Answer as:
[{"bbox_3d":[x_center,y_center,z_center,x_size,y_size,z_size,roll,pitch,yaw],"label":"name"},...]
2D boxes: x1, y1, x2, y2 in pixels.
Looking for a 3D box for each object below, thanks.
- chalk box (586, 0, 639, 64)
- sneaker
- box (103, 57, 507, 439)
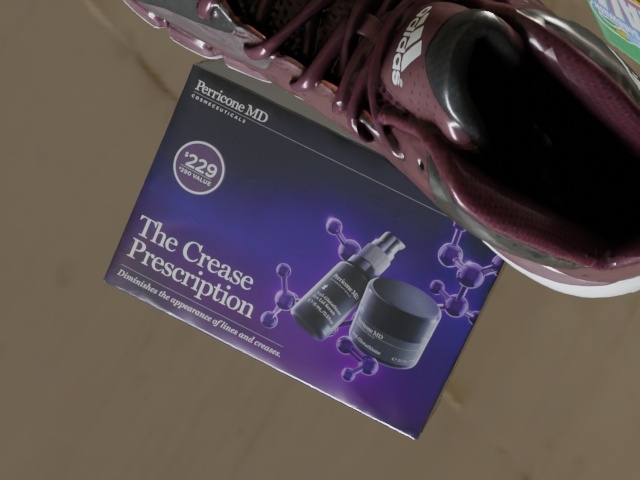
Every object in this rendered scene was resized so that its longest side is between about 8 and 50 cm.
[{"bbox_3d":[0.221,-0.158,0.807,0.180,0.179,0.289,-40,-43,-4],"label":"chalk box"},{"bbox_3d":[0.017,-0.082,0.579,0.106,0.281,0.162,-56,-2,5],"label":"sneaker"},{"bbox_3d":[0.000,0.000,1.303,0.184,0.261,0.103,-66,-7,14],"label":"box"}]
